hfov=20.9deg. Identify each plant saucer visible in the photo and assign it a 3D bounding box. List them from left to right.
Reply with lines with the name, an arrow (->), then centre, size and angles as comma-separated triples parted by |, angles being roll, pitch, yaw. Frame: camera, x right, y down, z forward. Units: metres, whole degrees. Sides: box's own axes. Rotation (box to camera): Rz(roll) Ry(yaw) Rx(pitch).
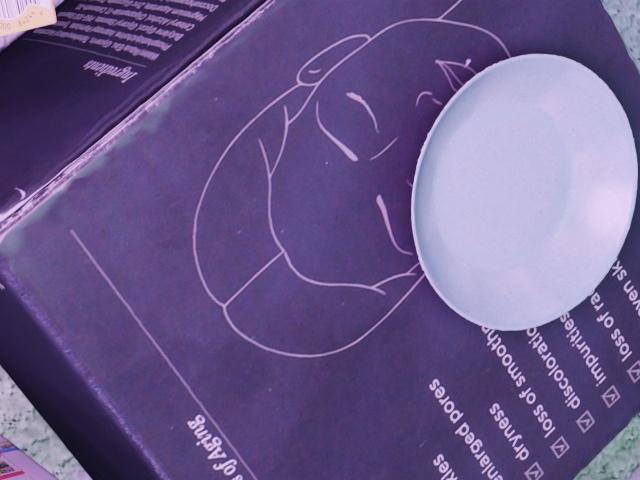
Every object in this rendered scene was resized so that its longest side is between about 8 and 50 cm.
plant saucer -> 0.136, -0.035, 1.211 | 0.195, 0.037, 0.195 | -8, 106, -29

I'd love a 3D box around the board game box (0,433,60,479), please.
board game box -> -0.307, 0.205, 1.189 | 0.224, 0.303, 0.097 | -12, 106, -27

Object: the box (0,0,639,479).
box -> 0.000, 0.000, 1.329 | 0.472, 0.297, 0.480 | -42, 119, -18

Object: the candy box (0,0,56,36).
candy box -> -0.271, -0.139, 1.068 | 0.187, 0.109, 0.053 | -21, 111, -29
